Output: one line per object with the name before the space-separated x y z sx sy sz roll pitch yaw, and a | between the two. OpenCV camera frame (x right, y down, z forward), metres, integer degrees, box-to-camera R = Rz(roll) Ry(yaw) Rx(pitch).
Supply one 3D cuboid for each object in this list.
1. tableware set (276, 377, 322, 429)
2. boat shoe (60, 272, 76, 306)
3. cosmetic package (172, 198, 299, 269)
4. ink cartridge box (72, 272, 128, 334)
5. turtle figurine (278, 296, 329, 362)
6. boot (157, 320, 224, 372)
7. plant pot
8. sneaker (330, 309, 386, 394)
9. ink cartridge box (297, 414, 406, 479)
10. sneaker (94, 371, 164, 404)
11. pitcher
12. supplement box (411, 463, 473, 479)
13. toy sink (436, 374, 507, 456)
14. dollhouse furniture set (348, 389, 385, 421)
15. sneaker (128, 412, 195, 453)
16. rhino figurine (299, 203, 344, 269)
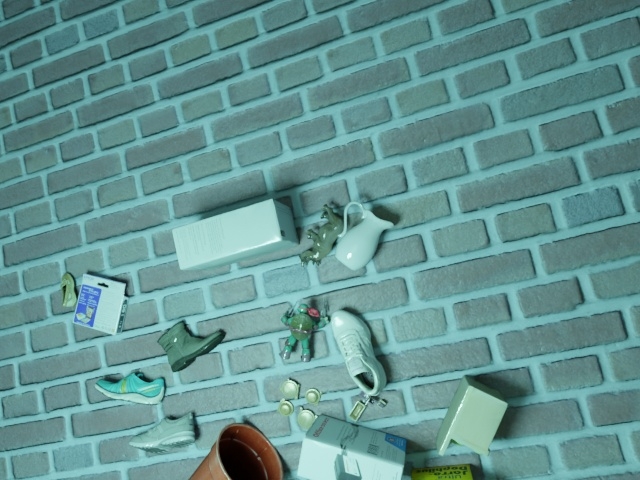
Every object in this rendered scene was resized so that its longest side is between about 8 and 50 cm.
tableware set | -0.078 0.578 1.563 0.169 0.020 0.140 20 92 13
boat shoe | -1.028 0.200 1.781 0.056 0.048 0.152 -38 63 30
cosmetic package | -0.293 -0.011 1.562 0.386 0.217 0.156 -17 82 10
ink cartridge box | -0.871 0.251 1.757 0.207 0.045 0.208 12 90 14
turtle figurine | -0.069 0.301 1.540 0.176 0.118 0.233 12 94 14
boot | -0.493 0.367 1.648 0.247 0.083 0.161 -34 73 7
plant pot | -0.313 0.815 1.488 0.272 0.272 0.265 45 104 12
sneaker | 0.126 0.370 1.466 0.114 0.152 0.305 -32 78 11
ink cartridge box | 0.107 0.689 1.406 0.308 0.223 0.128 11 89 14
sneaker | -0.725 0.560 1.688 0.276 0.107 0.109 5 67 9
pitcher | 0.123 -0.016 1.510 0.178 0.125 0.207 36 87 4
supplement box | 0.402 0.905 1.336 0.194 0.195 0.356 -11 84 12
toy sink | 0.469 0.567 1.371 0.131 0.153 0.234 24 90 13
dollhouse furniture set | 0.149 0.572 1.479 0.091 0.081 0.114 33 93 14
sneaker | -0.582 0.719 1.645 0.282 0.105 0.115 -16 48 15
rhino figurine | 0.000 0.000 1.566 0.106 0.073 0.243 33 95 16
